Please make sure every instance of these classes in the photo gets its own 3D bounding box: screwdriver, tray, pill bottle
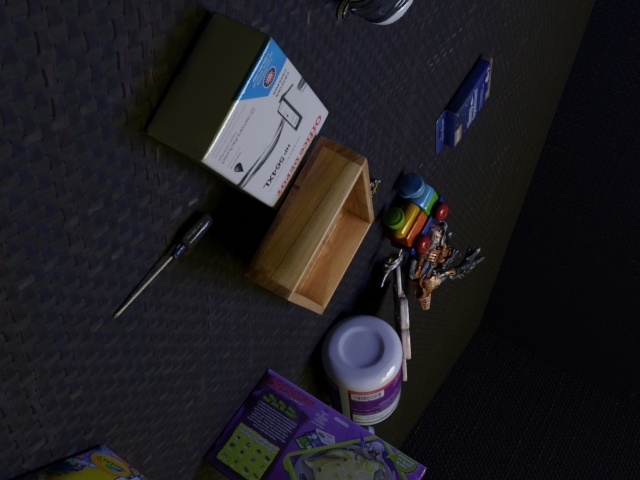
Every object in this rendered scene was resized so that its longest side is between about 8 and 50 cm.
[{"bbox_3d":[-0.190,0.032,0.802,0.170,0.024,0.025,-54,128,-17],"label":"screwdriver"},{"bbox_3d":[0.000,0.000,1.011,0.203,0.076,0.411,-61,170,-5],"label":"tray"},{"bbox_3d":[0.102,0.323,1.562,0.181,0.181,0.323,-52,156,-26],"label":"pill bottle"}]

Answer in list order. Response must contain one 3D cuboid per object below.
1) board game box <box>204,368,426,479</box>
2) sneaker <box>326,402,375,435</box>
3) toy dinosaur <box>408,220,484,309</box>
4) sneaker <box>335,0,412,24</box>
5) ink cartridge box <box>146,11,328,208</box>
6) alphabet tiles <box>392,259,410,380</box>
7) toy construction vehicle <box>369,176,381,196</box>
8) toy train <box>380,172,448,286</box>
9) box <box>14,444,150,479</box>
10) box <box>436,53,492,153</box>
[{"bbox_3d":[-0.011,0.405,1.182,0.208,0.346,0.056,-53,157,-21],"label":"board game box"},{"bbox_3d":[0.065,0.497,1.673,0.086,0.163,0.226,-59,-176,-1],"label":"sneaker"},{"bbox_3d":[0.314,0.066,1.855,0.218,0.164,0.322,-29,161,-32],"label":"toy dinosaur"},{"bbox_3d":[0.086,-0.399,0.815,0.153,0.101,0.269,-35,147,-54],"label":"sneaker"},{"bbox_3d":[-0.084,-0.138,0.757,0.148,0.085,0.203,-62,158,-1],"label":"ink cartridge box"},{"bbox_3d":[0.198,0.189,1.610,0.284,0.021,0.278,-64,151,-85],"label":"alphabet tiles"},{"bbox_3d":[0.076,-0.076,1.262,0.098,0.035,0.086,-67,169,17],"label":"toy construction vehicle"},{"bbox_3d":[0.177,-0.022,1.462,0.248,0.105,0.143,-60,148,-8],"label":"toy train"},{"bbox_3d":[-0.329,0.433,0.739,0.279,0.177,0.290,-1,116,-67],"label":"box"},{"bbox_3d":[0.345,-0.318,1.576,0.225,0.036,0.136,-54,156,-18],"label":"box"}]
